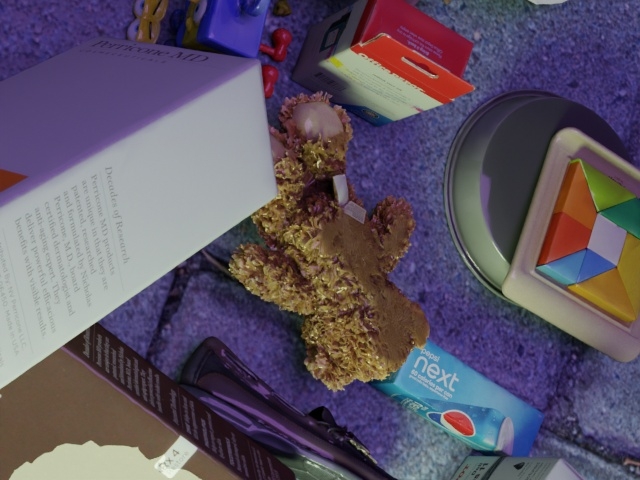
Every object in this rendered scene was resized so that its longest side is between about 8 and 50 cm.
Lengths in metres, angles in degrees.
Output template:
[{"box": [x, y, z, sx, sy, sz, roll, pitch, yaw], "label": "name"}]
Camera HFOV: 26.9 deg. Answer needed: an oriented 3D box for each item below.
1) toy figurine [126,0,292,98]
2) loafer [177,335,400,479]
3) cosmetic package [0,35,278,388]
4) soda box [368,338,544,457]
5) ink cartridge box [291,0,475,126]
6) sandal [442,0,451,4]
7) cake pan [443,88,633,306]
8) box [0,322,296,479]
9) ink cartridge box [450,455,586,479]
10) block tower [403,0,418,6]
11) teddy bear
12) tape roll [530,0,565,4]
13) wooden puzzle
[{"box": [-0.081, -0.261, 1.475, 0.191, 0.217, 0.362, 21, 76, -23], "label": "toy figurine"}, {"box": [-0.024, 0.210, 1.517, 0.302, 0.109, 0.095, 30, 68, -18], "label": "loafer"}, {"box": [-0.266, -0.037, 1.252, 0.453, 0.230, 0.161, -38, 130, -46], "label": "cosmetic package"}, {"box": [0.167, 0.194, 1.632, 0.210, 0.067, 0.071, 33, 71, -19], "label": "soda box"}, {"box": [0.079, -0.211, 1.541, 0.134, 0.231, 0.078, 27, 73, -22], "label": "ink cartridge box"}, {"box": [0.057, -0.364, 1.649, 0.079, 0.088, 0.240, -38, 96, 7], "label": "sandal"}, {"box": [0.297, -0.057, 1.733, 0.293, 0.054, 0.293, 3, 82, -26], "label": "cake pan"}, {"box": [-0.215, 0.225, 1.363, 0.381, 0.143, 0.191, 39, 97, -16], "label": "box"}, {"box": [0.210, 0.333, 1.561, 0.087, 0.208, 0.153, 45, 66, -12], "label": "ink cartridge box"}, {"box": [-0.016, -0.386, 1.513, 0.335, 0.091, 0.097, 35, 25, -20], "label": "block tower"}, {"box": [0.000, 0.000, 1.529, 0.338, 0.113, 0.245, 54, 52, -24], "label": "teddy bear"}, {"box": [0.312, -0.435, 1.658, 0.286, 0.286, 0.100, -28, 58, -26], "label": "tape roll"}, {"box": [0.355, 0.005, 1.699, 0.221, 0.044, 0.238, 30, 72, -21], "label": "wooden puzzle"}]
